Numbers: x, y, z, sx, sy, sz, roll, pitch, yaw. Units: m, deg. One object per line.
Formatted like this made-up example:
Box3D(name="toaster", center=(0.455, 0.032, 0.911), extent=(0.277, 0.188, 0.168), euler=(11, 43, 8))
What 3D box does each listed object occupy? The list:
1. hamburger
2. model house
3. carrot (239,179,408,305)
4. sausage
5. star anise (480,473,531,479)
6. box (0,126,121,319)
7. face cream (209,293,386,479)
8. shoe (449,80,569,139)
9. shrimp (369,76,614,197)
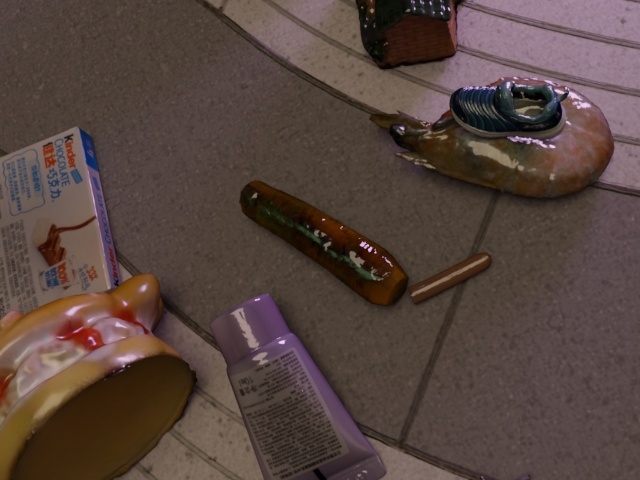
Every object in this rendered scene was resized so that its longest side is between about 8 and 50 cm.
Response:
Box3D(name="hamburger", center=(-0.301, 0.172, 0.968), extent=(0.303, 0.261, 0.186), euler=(-38, 64, -16))
Box3D(name="model house", center=(0.114, -0.355, 1.033), extent=(0.166, 0.172, 0.183), euler=(-6, 75, 12))
Box3D(name="carrot", center=(0.000, 0.000, 1.027), extent=(0.260, 0.070, 0.070), euler=(32, 85, 21))
Box3D(name="sausage", center=(0.168, 0.047, 0.990), extent=(0.116, 0.026, 0.026), euler=(-27, 71, 6))
Box3D(name="star anise", center=(0.202, 0.321, 0.895), extent=(0.124, 0.056, 0.129), euler=(44, 85, -4))
Box3D(name="box", center=(-0.446, -0.004, 1.153), extent=(0.265, 0.048, 0.273), euler=(-19, 70, 9))
Box3D(name="face cream", center=(-0.043, 0.206, 0.979), extent=(0.154, 0.096, 0.274), euler=(-27, 83, 4))
Box3D(name="shoe", center=(0.229, -0.165, 0.938), extent=(0.143, 0.071, 0.064), euler=(9, 66, 13))
Box3D(name="shrimp", center=(0.222, -0.149, 1.009), extent=(0.317, 0.077, 0.168), euler=(16, 70, 14))
